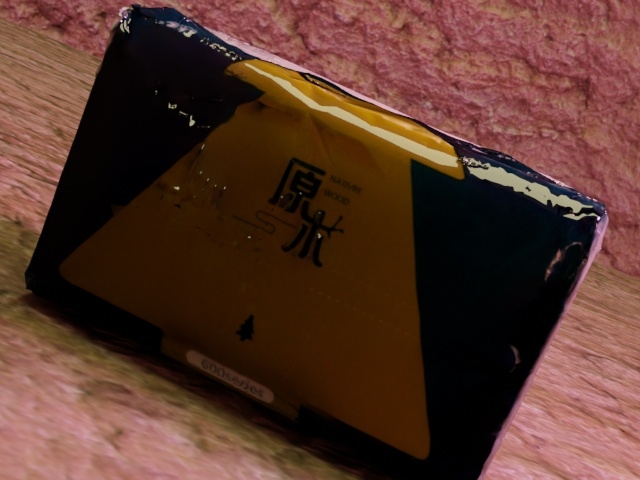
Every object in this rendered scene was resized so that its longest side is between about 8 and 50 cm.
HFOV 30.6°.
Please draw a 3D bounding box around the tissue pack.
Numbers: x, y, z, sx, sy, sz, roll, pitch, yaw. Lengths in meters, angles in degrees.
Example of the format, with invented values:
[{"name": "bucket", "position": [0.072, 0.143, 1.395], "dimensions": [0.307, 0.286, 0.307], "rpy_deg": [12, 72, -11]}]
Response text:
[{"name": "tissue pack", "position": [0.000, 0.000, 0.985], "dimensions": [0.416, 0.264, 0.253], "rpy_deg": [26, 11, 10]}]
